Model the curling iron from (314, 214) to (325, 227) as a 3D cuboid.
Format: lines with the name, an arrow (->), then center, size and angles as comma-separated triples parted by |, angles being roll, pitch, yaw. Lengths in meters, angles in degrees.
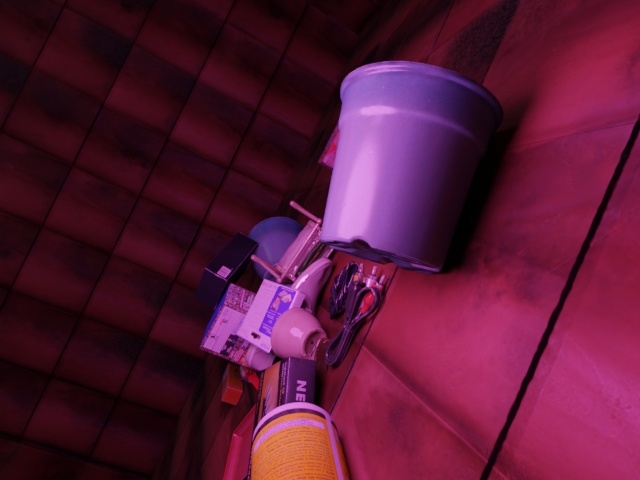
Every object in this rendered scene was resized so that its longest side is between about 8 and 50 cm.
curling iron -> 0.035, -0.118, 1.810 | 0.068, 0.035, 0.274 | -23, -20, -50

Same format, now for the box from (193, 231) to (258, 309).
box -> -0.368, 0.115, 1.666 | 0.184, 0.103, 0.261 | -62, -2, 37

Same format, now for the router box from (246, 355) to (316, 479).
router box -> -0.104, 0.482, 1.106 | 0.243, 0.081, 0.309 | 136, 144, -53

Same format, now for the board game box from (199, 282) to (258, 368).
board game box -> -0.262, 0.335, 1.590 | 0.232, 0.291, 0.141 | -58, 15, 21

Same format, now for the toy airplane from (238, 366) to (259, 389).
toy airplane -> -0.262, 0.513, 1.686 | 0.151, 0.151, 0.028 | -68, -23, -14

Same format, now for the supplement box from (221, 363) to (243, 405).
supplement box -> -0.412, 0.668, 1.982 | 0.080, 0.078, 0.233 | -66, 14, 7

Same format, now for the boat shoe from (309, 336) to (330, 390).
boat shoe -> -0.007, 0.345, 1.176 | 0.049, 0.056, 0.152 | 112, 179, -78

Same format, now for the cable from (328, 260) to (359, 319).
cable -> 0.059, 0.148, 1.272 | 0.184, 0.047, 0.150 | -67, 15, -10

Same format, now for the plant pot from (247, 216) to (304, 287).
plant pot -> -0.166, 0.079, 1.799 | 0.272, 0.271, 0.255 | -57, 31, 25

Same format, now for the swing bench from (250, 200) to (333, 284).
swing bench -> -0.060, 0.035, 1.514 | 0.165, 0.254, 0.253 | 36, 92, 34

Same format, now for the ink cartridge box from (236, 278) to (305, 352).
ink cartridge box -> -0.161, 0.239, 1.352 | 0.206, 0.045, 0.208 | 10, 69, 51

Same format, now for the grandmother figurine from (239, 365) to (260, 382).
grandmother figurine -> -0.261, 0.436, 1.820 | 0.208, 0.104, 0.342 | 115, 169, -57

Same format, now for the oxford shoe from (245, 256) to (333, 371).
oxford shoe -> -0.076, 0.262, 1.428 | 0.449, 0.130, 0.169 | -56, -27, -6

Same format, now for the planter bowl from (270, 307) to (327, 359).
planter bowl -> -0.050, 0.289, 1.246 | 0.109, 0.162, 0.162 | 11, 74, 48

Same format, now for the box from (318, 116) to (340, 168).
box -> 0.105, -0.446, 1.956 | 0.257, 0.122, 0.128 | -64, 14, 2

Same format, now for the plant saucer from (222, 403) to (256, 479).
plant saucer -> -0.247, 0.703, 1.409 | 0.258, 0.047, 0.259 | -55, 18, 30

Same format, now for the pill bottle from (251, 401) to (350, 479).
pill bottle -> -0.034, 0.474, 0.770 | 0.188, 0.188, 0.334 | -61, 14, 11

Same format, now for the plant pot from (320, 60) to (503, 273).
plant pot -> 0.162, -0.123, 0.876 | 0.341, 0.341, 0.334 | 171, 116, -73

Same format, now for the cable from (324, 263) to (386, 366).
cable -> 0.097, 0.206, 1.089 | 0.139, 0.072, 0.287 | 28, 105, 59
